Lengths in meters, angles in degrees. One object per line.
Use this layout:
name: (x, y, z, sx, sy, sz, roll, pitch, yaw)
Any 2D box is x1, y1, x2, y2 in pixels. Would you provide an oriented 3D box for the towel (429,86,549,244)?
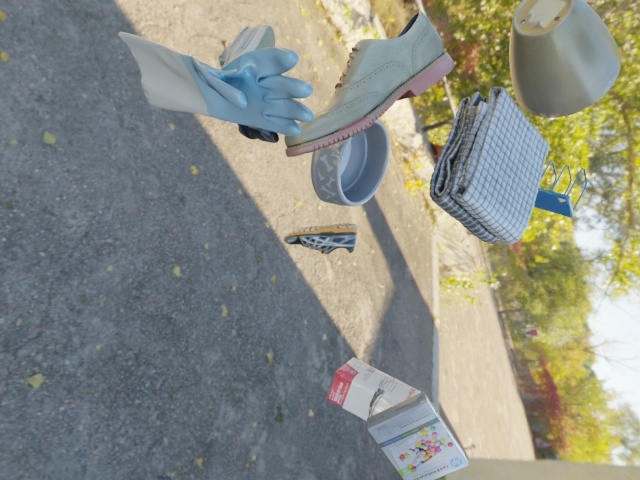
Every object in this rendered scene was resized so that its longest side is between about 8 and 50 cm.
towel: (0.373, -0.160, 0.911, 0.235, 0.121, 0.283, 30, 73, -31)

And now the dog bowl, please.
dog bowl: (0.117, -0.276, 1.417, 0.349, 0.102, 0.348, -30, 131, -41)

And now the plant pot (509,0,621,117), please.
plant pot: (0.589, -0.491, 1.029, 0.274, 0.256, 0.256, 22, 60, -48)

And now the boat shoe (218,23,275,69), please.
boat shoe: (-0.177, -0.396, 0.905, 0.079, 0.081, 0.227, 73, 35, -55)

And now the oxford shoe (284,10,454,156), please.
oxford shoe: (0.076, -0.306, 0.817, 0.146, 0.397, 0.140, 58, -13, -18)

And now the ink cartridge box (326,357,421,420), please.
ink cartridge box: (0.164, 0.463, 1.222, 0.172, 0.237, 0.100, 5, 106, -69)

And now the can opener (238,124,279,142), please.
can opener: (-0.136, -0.223, 0.685, 0.186, 0.073, 0.059, 30, 75, -60)

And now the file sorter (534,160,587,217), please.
file sorter: (0.616, -0.153, 1.118, 0.118, 0.170, 0.104, 32, 87, -48)

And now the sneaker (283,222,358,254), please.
sneaker: (0.000, 0.000, 1.155, 0.084, 0.215, 0.083, -45, 130, -73)

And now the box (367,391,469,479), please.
box: (0.210, 0.437, 0.890, 0.186, 0.145, 0.038, 56, 13, -12)

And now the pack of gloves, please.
pack of gloves: (-0.114, -0.171, 0.324, 0.046, 0.232, 0.195, -52, 146, -31)
